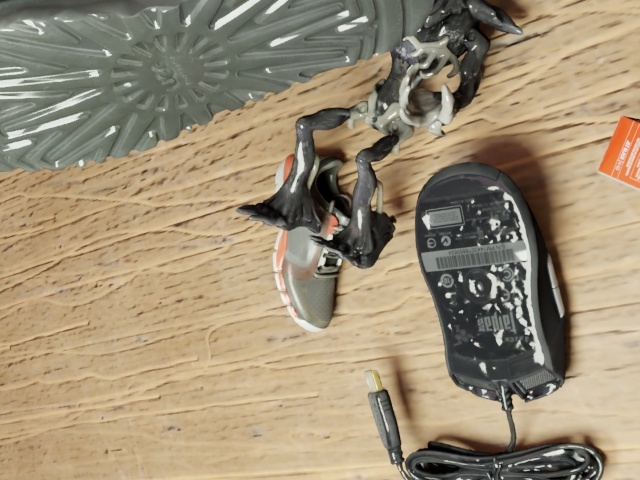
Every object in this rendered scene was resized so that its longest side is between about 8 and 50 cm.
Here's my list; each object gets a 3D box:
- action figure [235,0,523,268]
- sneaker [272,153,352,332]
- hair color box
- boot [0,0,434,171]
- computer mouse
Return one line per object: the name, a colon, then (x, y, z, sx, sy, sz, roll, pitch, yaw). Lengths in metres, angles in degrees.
action figure: (0.044, -0.121, 0.779, 0.164, 0.141, 0.275, 28, 101, 25)
sneaker: (0.000, 0.000, 0.884, 0.065, 0.061, 0.157, -7, 89, 33)
hair color box: (0.260, -0.035, 0.662, 0.141, 0.072, 0.043, 31, 111, 33)
boot: (-0.143, -0.288, 0.766, 0.367, 0.146, 0.445, -14, 59, 1)
computer mouse: (0.110, 0.074, 0.801, 0.184, 0.060, 0.261, -14, 95, 34)
